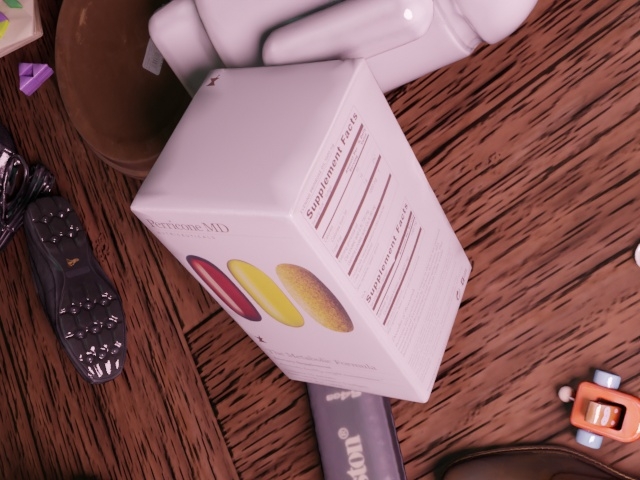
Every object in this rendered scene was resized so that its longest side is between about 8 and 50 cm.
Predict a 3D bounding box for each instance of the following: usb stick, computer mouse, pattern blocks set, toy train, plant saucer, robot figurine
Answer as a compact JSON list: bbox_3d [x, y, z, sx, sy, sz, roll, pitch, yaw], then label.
[{"bbox_3d":[0.041,0.220,0.690,0.077,0.045,0.278,-21,70,27],"label":"usb stick"},{"bbox_3d":[-0.446,-0.095,1.047,0.188,0.072,0.272,-45,72,12],"label":"computer mouse"},{"bbox_3d":[-0.419,-0.291,1.035,0.285,0.026,0.325,-31,60,4],"label":"pattern blocks set"},{"bbox_3d":[0.243,0.082,0.588,0.125,0.046,0.166,21,93,33],"label":"toy train"},{"bbox_3d":[-0.194,-0.202,0.881,0.278,0.041,0.277,4,97,33],"label":"plant saucer"},{"bbox_3d":[0.034,-0.223,0.677,0.353,0.200,0.300,-21,35,23],"label":"robot figurine"}]

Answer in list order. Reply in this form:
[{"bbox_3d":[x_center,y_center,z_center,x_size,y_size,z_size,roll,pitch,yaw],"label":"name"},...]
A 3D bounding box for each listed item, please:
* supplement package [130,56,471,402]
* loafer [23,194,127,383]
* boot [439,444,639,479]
[{"bbox_3d":[0.000,0.000,0.620,0.139,0.244,0.134,3,56,33],"label":"supplement package"},{"bbox_3d":[-0.271,0.057,0.910,0.223,0.076,0.078,64,150,17],"label":"loafer"},{"bbox_3d":[0.170,0.191,0.578,0.219,0.106,0.082,2,82,32],"label":"boot"}]
